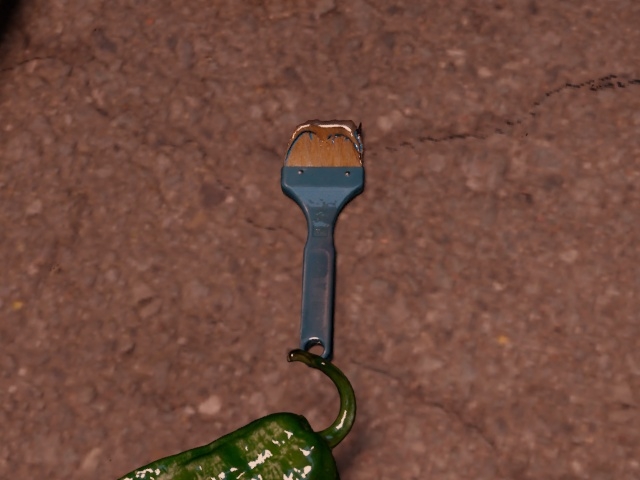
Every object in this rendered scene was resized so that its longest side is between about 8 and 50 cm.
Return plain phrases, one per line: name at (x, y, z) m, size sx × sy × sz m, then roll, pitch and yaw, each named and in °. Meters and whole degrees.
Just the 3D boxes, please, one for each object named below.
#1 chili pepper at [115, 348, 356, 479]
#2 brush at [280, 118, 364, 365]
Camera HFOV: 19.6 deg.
chili pepper at (-0.087, 0.158, 0.997) m, size 0.257 × 0.074 × 0.100 m, roll -24°, pitch 62°, yaw -6°
brush at (0.000, 0.000, 1.108) m, size 0.051 × 0.014 × 0.164 m, roll -2°, pitch 62°, yaw 6°
